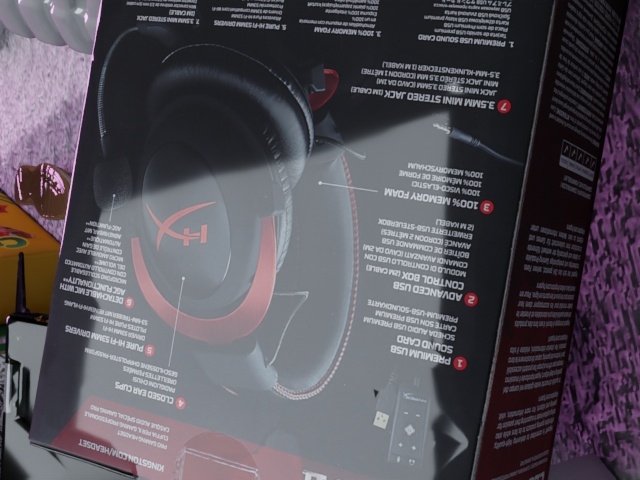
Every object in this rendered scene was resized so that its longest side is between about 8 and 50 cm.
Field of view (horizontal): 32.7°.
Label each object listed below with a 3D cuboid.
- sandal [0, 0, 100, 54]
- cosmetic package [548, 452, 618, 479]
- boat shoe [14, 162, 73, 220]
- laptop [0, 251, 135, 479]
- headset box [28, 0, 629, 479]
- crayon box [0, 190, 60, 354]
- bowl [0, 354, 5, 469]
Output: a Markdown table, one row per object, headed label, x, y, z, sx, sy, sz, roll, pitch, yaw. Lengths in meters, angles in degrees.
| label | x | y | z | sx | sy | sz | roll | pitch | yaw |
| --- | --- | --- | --- | --- | --- | --- | --- | --- | --- |
| sandal | -0.223 | -0.230 | 0.731 | 0.416 | 0.102 | 0.169 | 29 | 149 | 20 |
| cosmetic package | 0.153 | 0.218 | 0.471 | 0.239 | 0.060 | 0.099 | 52 | 135 | 36 |
| boat shoe | -0.234 | -0.045 | 0.977 | 0.135 | 0.045 | 0.050 | 20 | 104 | 55 |
| laptop | -0.103 | 0.226 | 0.731 | 0.408 | 0.236 | 0.382 | 6 | 97 | 18 |
| headset box | 0.000 | 0.000 | 0.488 | 0.218 | 0.110 | 0.293 | 9 | 90 | 29 |
| crayon box | -0.383 | 0.016 | 1.066 | 0.318 | 0.202 | 0.081 | 32 | 121 | 46 |
| bowl | -0.270 | 0.180 | 1.004 | 0.170 | 0.170 | 0.080 | 35 | 156 | 46 |
